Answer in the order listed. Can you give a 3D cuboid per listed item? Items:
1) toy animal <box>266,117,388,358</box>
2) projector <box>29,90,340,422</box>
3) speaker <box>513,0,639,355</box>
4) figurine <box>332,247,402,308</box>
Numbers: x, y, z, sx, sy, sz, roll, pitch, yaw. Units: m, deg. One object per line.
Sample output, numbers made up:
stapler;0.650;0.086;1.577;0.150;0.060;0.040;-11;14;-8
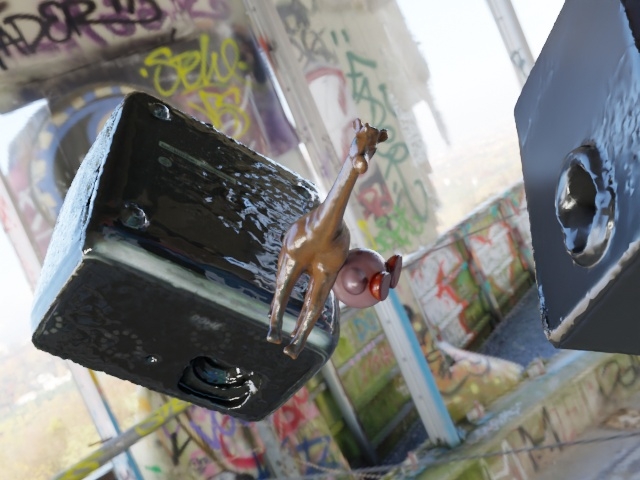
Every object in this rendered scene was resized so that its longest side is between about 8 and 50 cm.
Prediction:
toy animal;0.000;0.000;0.639;0.066;0.229;0.224;21;7;-4
projector;-0.186;0.011;1.035;0.242;0.395;0.405;-49;28;31
speaker;0.269;-0.064;0.453;0.232;0.253;0.184;5;-34;-4
figurine;0.044;0.042;0.740;0.071;0.066;0.083;11;10;20
